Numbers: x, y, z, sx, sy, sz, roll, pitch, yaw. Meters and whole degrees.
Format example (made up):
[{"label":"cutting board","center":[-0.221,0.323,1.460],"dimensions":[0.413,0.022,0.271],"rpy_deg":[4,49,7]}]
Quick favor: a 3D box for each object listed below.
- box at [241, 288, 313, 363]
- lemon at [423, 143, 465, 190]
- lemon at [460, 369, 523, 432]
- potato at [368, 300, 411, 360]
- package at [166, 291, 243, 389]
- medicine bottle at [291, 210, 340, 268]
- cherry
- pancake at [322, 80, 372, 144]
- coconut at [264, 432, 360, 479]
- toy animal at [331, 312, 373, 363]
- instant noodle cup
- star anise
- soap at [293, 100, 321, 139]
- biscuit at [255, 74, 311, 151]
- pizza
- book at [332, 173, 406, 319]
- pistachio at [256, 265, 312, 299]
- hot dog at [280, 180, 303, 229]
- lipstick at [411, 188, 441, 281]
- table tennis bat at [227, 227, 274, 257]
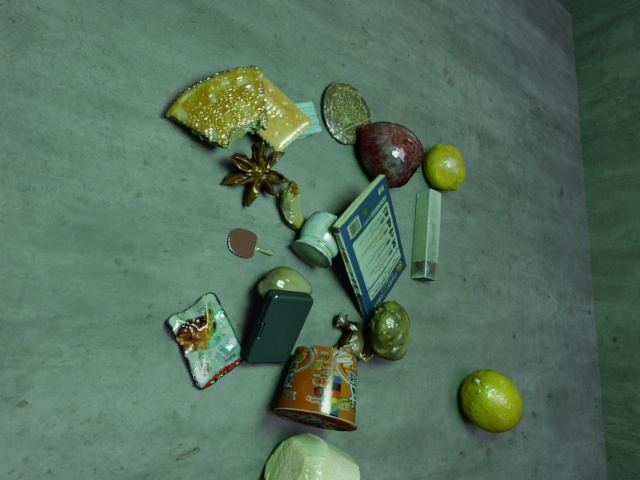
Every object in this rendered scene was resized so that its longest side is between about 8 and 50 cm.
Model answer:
[{"label":"box","center":[-0.122,0.251,1.257],"dimensions":[0.160,0.050,0.230],"rpy_deg":[12,108,-41]},{"label":"lemon","center":[0.524,-0.305,1.833],"dimensions":[0.170,0.170,0.207],"rpy_deg":[-18,96,-37]},{"label":"lemon","center":[0.684,0.643,1.742],"dimensions":[0.263,0.236,0.236],"rpy_deg":[34,61,-3]},{"label":"potato","center":[0.233,0.304,1.477],"dimensions":[0.296,0.141,0.191],"rpy_deg":[61,39,-64]},{"label":"package","center":[-0.310,0.273,1.198],"dimensions":[0.166,0.040,0.232],"rpy_deg":[-28,100,-37]},{"label":"medicine bottle","center":[0.000,0.000,1.405],"dimensions":[0.147,0.147,0.143],"rpy_deg":[42,63,-23]},{"label":"cherry","center":[0.261,-0.327,1.625],"dimensions":[0.300,0.203,0.230],"rpy_deg":[38,74,-16]},{"label":"pancake","center":[0.103,-0.482,1.638],"dimensions":[0.250,0.031,0.250],"rpy_deg":[7,79,-36]},{"label":"coconut","center":[-0.016,0.689,1.226],"dimensions":[0.244,0.239,0.239],"rpy_deg":[40,61,-22]},{"label":"toy animal","center":[0.084,0.347,1.448],"dimensions":[0.179,0.089,0.188],"rpy_deg":[51,57,-13]},{"label":"instant noodle cup","center":[0.000,0.434,1.282],"dimensions":[0.250,0.250,0.192],"rpy_deg":[31,55,-28]},{"label":"star anise","center":[-0.197,-0.206,1.322],"dimensions":[0.196,0.111,0.212],"rpy_deg":[-52,145,-11]},{"label":"soap","center":[-0.099,-0.396,1.455],"dimensions":[0.198,0.063,0.114],"rpy_deg":[-20,94,-37]},{"label":"biscuit","center":[-0.163,-0.403,1.350],"dimensions":[0.160,0.030,0.249],"rpy_deg":[-43,84,-13]},{"label":"pizza","center":[-0.273,-0.377,1.274],"dimensions":[0.323,0.089,0.223],"rpy_deg":[-33,89,-15]},{"label":"book","center":[0.186,0.029,1.501],"dimensions":[0.300,0.039,0.428],"rpy_deg":[-48,134,-34]},{"label":"pistachio","center":[-0.109,0.143,1.315],"dimensions":[0.185,0.124,0.124],"rpy_deg":[19,71,-33]},{"label":"hot dog","center":[-0.098,-0.114,1.402],"dimensions":[0.078,0.061,0.169],"rpy_deg":[-23,118,-41]},{"label":"lipstick","center":[0.431,-0.022,1.767],"dimensions":[0.076,0.080,0.371],"rpy_deg":[17,73,-32]},{"label":"table tennis bat","center":[-0.212,0.016,1.333],"dimensions":[0.156,0.013,0.087],"rpy_deg":[20,68,-30]}]
